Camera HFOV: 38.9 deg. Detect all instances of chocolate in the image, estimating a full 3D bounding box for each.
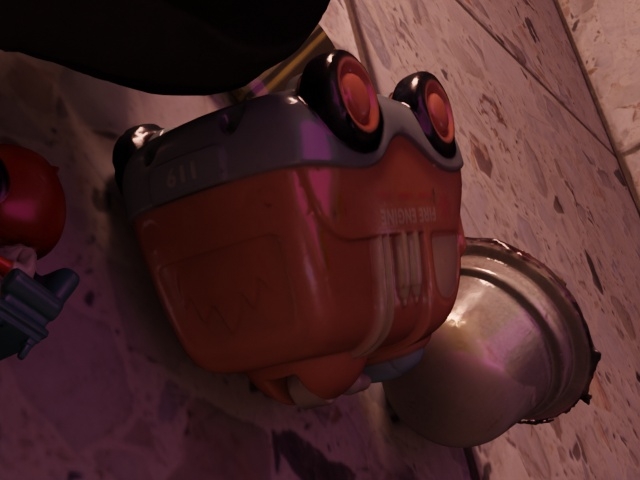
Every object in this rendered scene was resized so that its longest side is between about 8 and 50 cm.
[{"bbox_3d":[0.126,0.104,0.824,0.147,0.221,0.221,-24,87,-43],"label":"chocolate"}]

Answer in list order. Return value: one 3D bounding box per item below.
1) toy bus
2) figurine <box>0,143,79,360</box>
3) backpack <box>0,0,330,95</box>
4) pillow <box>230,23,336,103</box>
[{"bbox_3d":[0.000,0.000,0.671,0.287,0.194,0.232,-1,75,-60],"label":"toy bus"},{"bbox_3d":[-0.173,0.002,0.495,0.075,0.068,0.140,37,39,-35],"label":"figurine"},{"bbox_3d":[-0.148,-0.250,0.476,0.445,0.254,0.364,25,77,-42],"label":"backpack"},{"bbox_3d":[-0.059,-0.205,0.886,0.212,0.052,0.208,53,32,-13],"label":"pillow"}]
